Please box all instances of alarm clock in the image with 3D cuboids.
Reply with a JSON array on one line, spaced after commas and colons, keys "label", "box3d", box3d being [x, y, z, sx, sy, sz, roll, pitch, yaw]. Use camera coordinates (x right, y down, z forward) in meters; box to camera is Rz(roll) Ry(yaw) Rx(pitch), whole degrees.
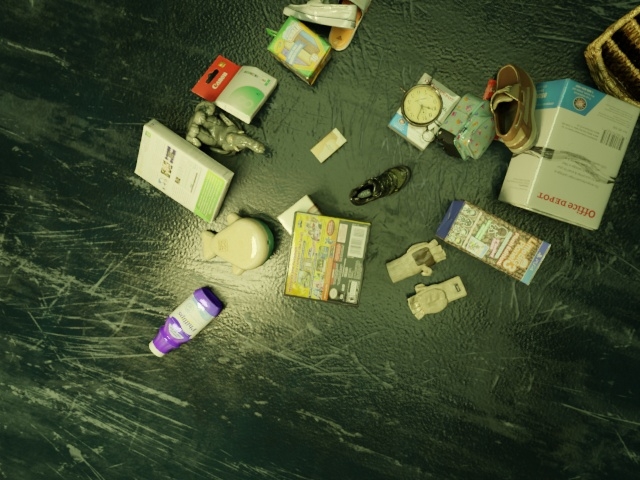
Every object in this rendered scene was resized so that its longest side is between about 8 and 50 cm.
[{"label": "alarm clock", "box3d": [0.322, -0.404, 1.789, 0.129, 0.064, 0.192, -13, 91, 6]}]

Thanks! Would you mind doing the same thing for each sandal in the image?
[{"label": "sandal", "box3d": [0.101, -0.756, 1.855, 0.101, 0.076, 0.266, 20, 96, 2]}]

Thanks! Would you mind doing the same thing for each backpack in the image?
[{"label": "backpack", "box3d": [0.479, -0.365, 1.813, 0.144, 0.165, 0.189, 28, 87, 35]}]

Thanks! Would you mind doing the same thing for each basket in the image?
[{"label": "basket", "box3d": [0.982, -0.540, 1.738, 0.213, 0.223, 0.299, -40, 92, 6]}]

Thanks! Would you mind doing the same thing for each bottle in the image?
[{"label": "bottle", "box3d": [-0.477, 0.291, 1.981, 0.283, 0.092, 0.118, -42, 92, 6]}]

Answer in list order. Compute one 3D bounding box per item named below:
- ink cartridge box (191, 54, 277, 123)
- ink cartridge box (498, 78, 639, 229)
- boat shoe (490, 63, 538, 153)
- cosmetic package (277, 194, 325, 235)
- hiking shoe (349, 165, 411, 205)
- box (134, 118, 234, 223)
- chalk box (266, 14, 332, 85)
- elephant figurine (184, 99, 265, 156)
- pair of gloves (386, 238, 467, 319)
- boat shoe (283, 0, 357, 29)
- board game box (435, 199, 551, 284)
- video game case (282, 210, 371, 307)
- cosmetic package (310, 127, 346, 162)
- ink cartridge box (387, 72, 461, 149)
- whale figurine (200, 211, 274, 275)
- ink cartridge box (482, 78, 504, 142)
[{"label": "ink cartridge box", "box3d": [-0.284, -0.514, 1.879, 0.224, 0.056, 0.181, 31, 67, 0]}, {"label": "ink cartridge box", "box3d": [0.767, -0.262, 1.769, 0.285, 0.166, 0.396, 16, 96, -17]}, {"label": "boat shoe", "box3d": [0.588, -0.424, 1.744, 0.116, 0.123, 0.325, 22, 54, -32]}, {"label": "cosmetic package", "box3d": [0.000, 0.000, 1.893, 0.129, 0.153, 0.296, -38, 93, 5]}, {"label": "hiking shoe", "box3d": [0.202, -0.177, 1.879, 0.226, 0.114, 0.086, -29, 93, 6]}, {"label": "box", "box3d": [-0.458, -0.225, 1.888, 0.321, 0.058, 0.232, 35, 137, 1]}, {"label": "chalk box", "box3d": [-0.081, -0.632, 1.852, 0.213, 0.132, 0.132, 38, 97, -1]}, {"label": "elephant figurine", "box3d": [-0.320, -0.345, 1.892, 0.239, 0.186, 0.169, 19, 134, -23]}, {"label": "pair of gloves", "box3d": [0.358, 0.129, 1.933, 0.204, 0.042, 0.240, -32, 94, 3]}, {"label": "boat shoe", "box3d": [0.002, -0.744, 1.832, 0.257, 0.095, 0.084, 17, 110, 17]}, {"label": "board game box", "box3d": [0.538, -0.002, 1.812, 0.290, 0.232, 0.141, 28, 96, 1]}, {"label": "video game case", "box3d": [0.020, 0.060, 1.805, 0.248, 0.035, 0.275, 9, 97, 3]}, {"label": "cosmetic package", "box3d": [0.028, -0.320, 1.916, 0.115, 0.041, 0.060, -42, 91, 6]}, {"label": "ink cartridge box", "box3d": [0.338, -0.421, 1.862, 0.148, 0.086, 0.203, 35, 97, 1]}, {"label": "whale figurine", "box3d": [-0.280, 0.010, 1.940, 0.271, 0.141, 0.217, -4, 95, 29]}, {"label": "ink cartridge box", "box3d": [0.640, -0.408, 1.859, 0.232, 0.066, 0.189, 19, 96, -2]}]
